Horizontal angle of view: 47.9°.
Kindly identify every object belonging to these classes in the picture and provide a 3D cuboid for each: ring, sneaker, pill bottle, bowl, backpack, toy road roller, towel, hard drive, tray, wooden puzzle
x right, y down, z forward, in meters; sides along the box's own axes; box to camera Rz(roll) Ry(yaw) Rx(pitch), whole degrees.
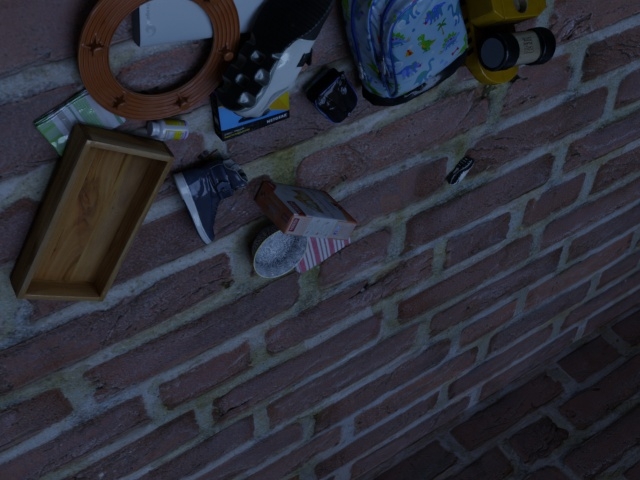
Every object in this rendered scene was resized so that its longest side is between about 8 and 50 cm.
[{"bbox_3d":[-0.302,-0.368,1.399,0.337,0.032,0.336,-26,147,-19],"label":"ring"},{"bbox_3d":[-0.243,-0.095,1.721,0.163,0.086,0.226,-25,140,-12],"label":"sneaker"},{"bbox_3d":[-0.329,-0.239,1.550,0.083,0.043,0.043,-4,128,-39],"label":"pill bottle"},{"bbox_3d":[-0.081,-0.400,1.516,0.330,0.122,0.146,-50,163,8],"label":"sneaker"},{"bbox_3d":[-0.124,0.012,1.944,0.170,0.080,0.170,-23,139,-22],"label":"bowl"},{"bbox_3d":[0.192,-0.494,1.632,0.290,0.273,0.355,-32,130,-4],"label":"backpack"},{"bbox_3d":[0.421,-0.560,1.823,0.202,0.241,0.329,-17,99,-35],"label":"toy road roller"},{"bbox_3d":[0.000,0.000,2.091,0.197,0.029,0.144,-32,141,-18],"label":"towel"},{"bbox_3d":[-0.216,-0.497,1.407,0.308,0.040,0.203,-18,136,-30],"label":"hard drive"},{"bbox_3d":[-0.476,-0.236,1.440,0.152,0.023,0.113,-36,141,-8],"label":"towel"},{"bbox_3d":[-0.495,-0.046,1.550,0.203,0.076,0.411,7,123,-45],"label":"tray"},{"bbox_3d":[0.444,-0.218,2.271,0.109,0.040,0.044,-46,159,10],"label":"sneaker"},{"bbox_3d":[0.029,-0.348,1.730,0.105,0.084,0.114,-44,138,3],"label":"backpack"},{"bbox_3d":[-0.253,-0.186,1.699,0.049,0.006,0.083,-36,143,-9],"label":"wooden puzzle"}]

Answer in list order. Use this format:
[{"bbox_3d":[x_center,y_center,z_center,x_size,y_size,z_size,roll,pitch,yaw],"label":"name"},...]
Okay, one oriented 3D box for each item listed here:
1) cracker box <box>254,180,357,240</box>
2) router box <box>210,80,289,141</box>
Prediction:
[{"bbox_3d":[-0.036,-0.075,1.876,0.232,0.156,0.067,5,122,-44],"label":"cracker box"},{"bbox_3d":[-0.158,-0.314,1.628,0.179,0.046,0.133,-25,139,-22],"label":"router box"}]
